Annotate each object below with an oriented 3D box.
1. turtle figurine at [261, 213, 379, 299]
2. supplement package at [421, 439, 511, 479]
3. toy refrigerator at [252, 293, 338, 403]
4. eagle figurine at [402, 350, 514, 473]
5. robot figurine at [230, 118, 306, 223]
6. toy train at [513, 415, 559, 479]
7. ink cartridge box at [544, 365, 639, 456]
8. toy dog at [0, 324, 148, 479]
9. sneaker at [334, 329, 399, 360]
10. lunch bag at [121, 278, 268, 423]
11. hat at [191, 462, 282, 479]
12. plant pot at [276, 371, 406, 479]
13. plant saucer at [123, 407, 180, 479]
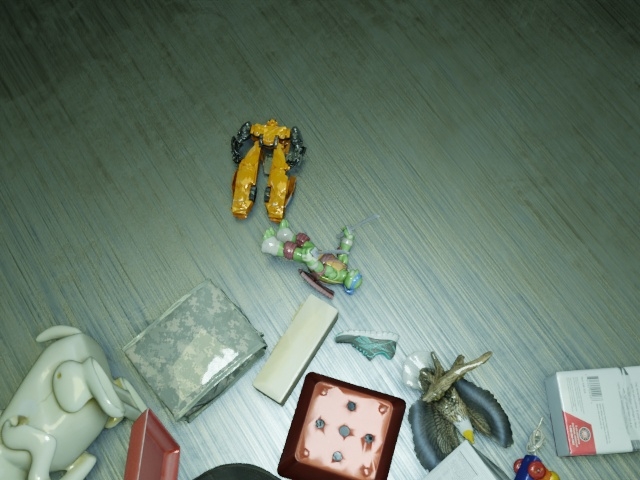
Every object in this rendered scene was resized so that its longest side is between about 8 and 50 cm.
[{"bbox_3d":[0.000,0.000,1.786,0.266,0.274,0.197,21,57,17],"label":"turtle figurine"},{"bbox_3d":[0.315,0.622,1.508,0.263,0.199,0.198,-44,34,4],"label":"supplement package"},{"bbox_3d":[-0.063,0.275,1.755,0.094,0.102,0.269,31,75,11],"label":"toy refrigerator"},{"bbox_3d":[0.319,0.414,1.648,0.226,0.298,0.225,-5,43,23],"label":"eagle figurine"},{"bbox_3d":[-0.153,-0.199,1.927,0.211,0.085,0.290,7,72,3],"label":"robot figurine"},{"bbox_3d":[0.541,0.564,1.651,0.143,0.105,0.248,31,74,0],"label":"toy train"},{"bbox_3d":[0.708,0.414,1.686,0.273,0.114,0.196,-4,70,1],"label":"ink cartridge box"},{"bbox_3d":[-0.666,0.424,1.625,0.408,0.284,0.395,-37,74,-9],"label":"toy dog"},{"bbox_3d":[0.117,0.269,1.776,0.167,0.065,0.076,3,75,4],"label":"sneaker"},{"bbox_3d":[-0.300,0.268,1.727,0.287,0.169,0.235,-41,75,-7],"label":"lunch bag"},{"bbox_3d":[-0.202,0.668,1.586,0.331,0.331,0.133,12,113,5],"label":"hat"},{"bbox_3d":[0.052,0.451,1.622,0.267,0.235,0.267,15,72,7],"label":"plant pot"},{"bbox_3d":[-0.383,0.544,1.556,0.048,0.259,0.258,-4,53,4],"label":"plant saucer"}]
